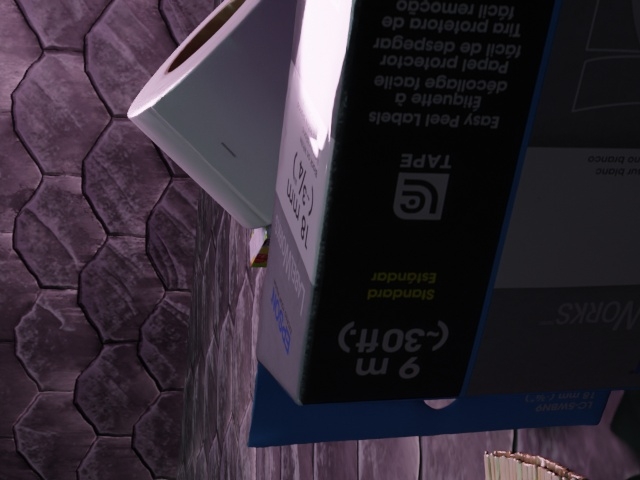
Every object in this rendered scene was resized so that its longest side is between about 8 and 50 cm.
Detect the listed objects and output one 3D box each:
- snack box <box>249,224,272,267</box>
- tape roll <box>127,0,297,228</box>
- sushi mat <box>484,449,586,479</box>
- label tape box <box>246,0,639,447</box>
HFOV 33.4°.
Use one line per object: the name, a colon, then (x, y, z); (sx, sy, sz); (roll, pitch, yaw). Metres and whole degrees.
snack box: (0.000, 0.000, 1.160); (0.100, 0.141, 0.037); (126, 143, -67)
tape roll: (-0.052, -0.155, 1.081); (0.246, 0.169, 0.246); (-40, 18, 16)
sushi mat: (0.154, 0.314, 0.765); (0.151, 0.019, 0.316); (156, 114, -76)
label tape box: (0.101, 0.003, 0.536); (0.106, 0.241, 0.333); (-114, 27, -56)
